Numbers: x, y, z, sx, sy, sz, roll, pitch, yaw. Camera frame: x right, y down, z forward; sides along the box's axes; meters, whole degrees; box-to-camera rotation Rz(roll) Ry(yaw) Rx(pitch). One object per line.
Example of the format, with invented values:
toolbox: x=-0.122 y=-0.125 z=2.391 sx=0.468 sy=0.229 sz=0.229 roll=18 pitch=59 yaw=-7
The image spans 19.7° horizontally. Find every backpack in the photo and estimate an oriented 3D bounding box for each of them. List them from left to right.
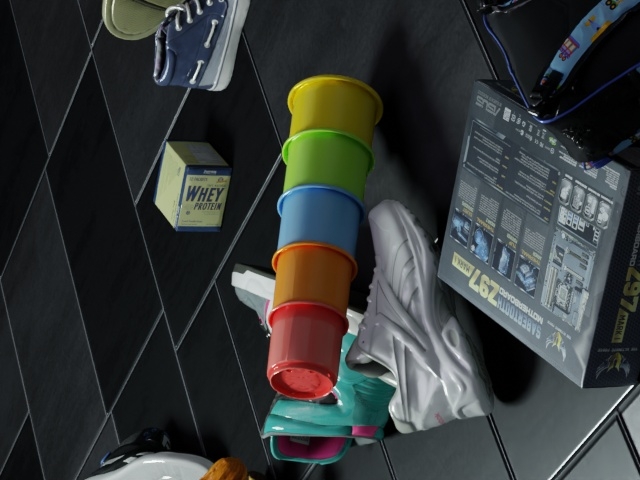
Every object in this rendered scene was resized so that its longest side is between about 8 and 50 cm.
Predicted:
backpack: x=0.224 y=-0.158 z=1.350 sx=0.173 sy=0.117 sz=0.158 roll=-36 pitch=44 yaw=16

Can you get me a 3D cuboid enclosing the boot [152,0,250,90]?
boot: x=-0.135 y=-0.259 z=2.093 sx=0.069 sy=0.086 sz=0.190 roll=45 pitch=129 yaw=54

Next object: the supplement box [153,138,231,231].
supplement box: x=-0.151 y=-0.065 z=2.158 sx=0.083 sy=0.056 sz=0.083 roll=47 pitch=131 yaw=54

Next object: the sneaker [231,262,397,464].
sneaker: x=-0.014 y=0.129 z=1.830 sx=0.295 sy=0.124 sz=0.178 roll=22 pitch=100 yaw=60

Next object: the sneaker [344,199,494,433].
sneaker: x=0.068 y=0.067 z=1.640 sx=0.090 sy=0.115 sz=0.232 roll=57 pitch=-168 yaw=-55

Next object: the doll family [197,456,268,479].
doll family: x=-0.084 y=0.320 z=1.937 sx=0.263 sy=0.118 sz=0.163 roll=33 pitch=104 yaw=58

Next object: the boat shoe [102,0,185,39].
boat shoe: x=-0.188 y=-0.387 z=2.185 sx=0.302 sy=0.113 sz=0.103 roll=-65 pitch=33 yaw=22

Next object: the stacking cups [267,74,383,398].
stacking cups: x=0.000 y=0.000 z=1.718 sx=0.096 sy=0.096 sz=0.316 roll=134 pitch=148 yaw=-54

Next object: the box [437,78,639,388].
box: x=0.188 y=-0.010 z=1.487 sx=0.232 sy=0.059 sz=0.183 roll=39 pitch=125 yaw=56

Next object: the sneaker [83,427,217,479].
sneaker: x=-0.192 y=0.265 z=2.223 sx=0.217 sy=0.121 sz=0.079 roll=-15 pitch=114 yaw=34
